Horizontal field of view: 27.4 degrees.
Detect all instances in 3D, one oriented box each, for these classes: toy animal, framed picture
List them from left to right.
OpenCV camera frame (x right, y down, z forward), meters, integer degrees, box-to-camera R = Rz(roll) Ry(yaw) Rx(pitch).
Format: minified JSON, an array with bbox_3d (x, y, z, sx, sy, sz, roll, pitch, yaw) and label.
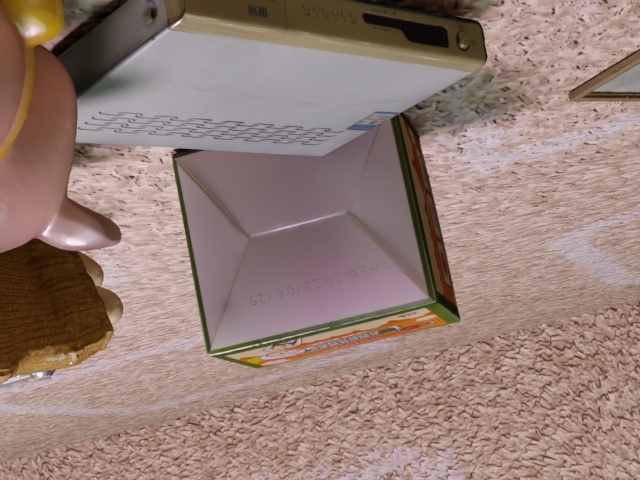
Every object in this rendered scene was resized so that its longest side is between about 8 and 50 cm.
[{"bbox_3d":[-0.215,-0.074,0.724,0.165,0.149,0.248,2,157,7],"label":"toy animal"},{"bbox_3d":[0.335,-0.151,1.145,0.201,0.010,0.136,-4,164,-32],"label":"framed picture"}]

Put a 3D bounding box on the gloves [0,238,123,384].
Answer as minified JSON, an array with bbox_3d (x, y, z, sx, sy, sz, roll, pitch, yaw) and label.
[{"bbox_3d":[-0.298,0.012,0.934,0.356,0.203,0.155,9,179,-44],"label":"gloves"}]

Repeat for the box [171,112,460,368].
[{"bbox_3d":[0.000,0.000,1.111,0.195,0.177,0.148,-15,168,11],"label":"box"}]

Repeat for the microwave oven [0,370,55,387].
[{"bbox_3d":[-0.351,0.073,1.197,0.240,0.145,0.194,-19,162,25],"label":"microwave oven"}]

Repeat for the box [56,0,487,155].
[{"bbox_3d":[-0.045,-0.113,0.896,0.270,0.045,0.211,0,163,-41],"label":"box"}]
